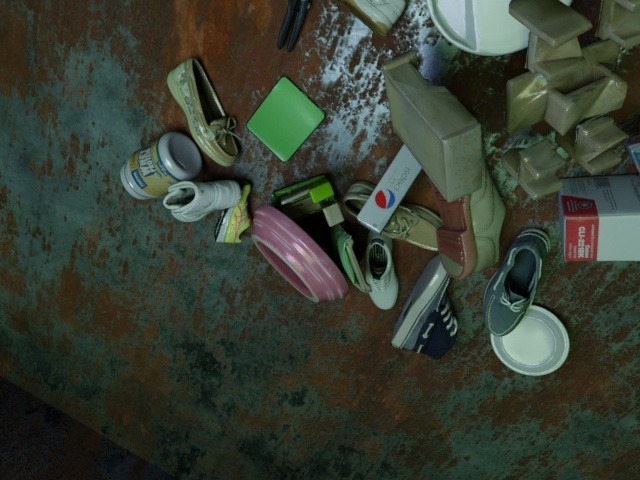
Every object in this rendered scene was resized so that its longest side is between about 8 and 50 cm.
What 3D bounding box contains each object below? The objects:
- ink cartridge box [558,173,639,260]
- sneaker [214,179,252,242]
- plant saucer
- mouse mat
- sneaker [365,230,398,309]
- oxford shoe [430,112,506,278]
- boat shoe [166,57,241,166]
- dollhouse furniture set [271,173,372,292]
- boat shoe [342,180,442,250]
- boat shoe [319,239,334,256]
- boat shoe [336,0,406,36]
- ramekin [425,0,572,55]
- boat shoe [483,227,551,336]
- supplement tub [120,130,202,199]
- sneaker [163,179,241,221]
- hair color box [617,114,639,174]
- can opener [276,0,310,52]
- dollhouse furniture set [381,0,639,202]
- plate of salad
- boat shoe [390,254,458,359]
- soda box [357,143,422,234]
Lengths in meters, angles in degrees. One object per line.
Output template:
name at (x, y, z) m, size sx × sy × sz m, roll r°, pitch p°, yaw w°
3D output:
ink cartridge box at (0.656, -0.052, 1.086) m, size 0.272 × 0.197 × 0.114 m, roll -2°, pitch 119°, yaw 22°
sneaker at (-0.235, -0.079, 1.494) m, size 0.094 × 0.082 × 0.209 m, roll 15°, pitch 119°, yaw -23°
plant saucer at (-0.069, 0.049, 1.370) m, size 0.332 × 0.084 × 0.332 m, roll 42°, pitch 166°, yaw 13°
mouse mat at (-0.093, -0.311, 1.340) m, size 0.152 × 0.007 × 0.189 m, roll 43°, pitch 123°, yaw -6°
sneaker at (0.159, 0.091, 1.421) m, size 0.094 × 0.091 × 0.258 m, roll 0°, pitch 118°, yaw 21°
oxford shoe at (0.359, -0.113, 1.230) m, size 0.146 × 0.140 × 0.398 m, roll -12°, pitch 110°, yaw -21°
boat shoe at (-0.293, -0.329, 1.346) m, size 0.089 × 0.105 × 0.285 m, roll -21°, pitch 108°, yaw 32°
dollhouse furniture set at (0.000, 0.000, 1.330) m, size 0.151 × 0.197 × 0.302 m, roll -22°, pitch 106°, yaw 1°
boat shoe at (0.195, -0.048, 1.323) m, size 0.302 × 0.098 × 0.109 m, roll 29°, pitch 124°, yaw 3°
boat shoe at (0.016, 0.029, 1.472) m, size 0.132 × 0.042 × 0.049 m, roll -13°, pitch 109°, yaw 25°
boat shoe at (0.064, -0.557, 1.096) m, size 0.277 × 0.098 × 0.096 m, roll 43°, pitch 98°, yaw 3°
ramekin at (0.343, -0.504, 0.990) m, size 0.272 × 0.127 × 0.273 m, roll 9°, pitch 121°, yaw 15°
boat shoe at (0.481, 0.123, 1.300) m, size 0.116 × 0.099 × 0.320 m, roll 25°, pitch 122°, yaw 21°
supplement tub at (-0.449, -0.205, 1.451) m, size 0.199 × 0.144 × 0.144 m, roll -21°, pitch 109°, yaw 29°
sneaker at (-0.375, -0.113, 1.430) m, size 0.292 × 0.169 × 0.108 m, roll -14°, pitch 85°, yaw 43°
hair color box at (0.765, -0.230, 0.957) m, size 0.347 × 0.174 × 0.105 m, roll -26°, pitch 106°, yaw 30°
can opener at (-0.058, -0.519, 1.180) m, size 0.059 × 0.073 × 0.186 m, roll 11°, pitch 131°, yaw -7°
dollhouse furniture set at (0.354, -0.278, 0.972) m, size 0.393 × 0.257 × 0.362 m, roll -24°, pitch 140°, yaw -2°
plate of salad at (0.560, 0.265, 1.386) m, size 0.199 × 0.048 × 0.200 m, roll 8°, pitch 105°, yaw 30°
boat shoe at (0.322, 0.189, 1.411) m, size 0.158 × 0.127 × 0.341 m, roll 21°, pitch 132°, yaw 1°
soda box at (0.172, -0.121, 1.238) m, size 0.069 × 0.074 × 0.216 m, roll 32°, pitch 89°, yaw 8°
